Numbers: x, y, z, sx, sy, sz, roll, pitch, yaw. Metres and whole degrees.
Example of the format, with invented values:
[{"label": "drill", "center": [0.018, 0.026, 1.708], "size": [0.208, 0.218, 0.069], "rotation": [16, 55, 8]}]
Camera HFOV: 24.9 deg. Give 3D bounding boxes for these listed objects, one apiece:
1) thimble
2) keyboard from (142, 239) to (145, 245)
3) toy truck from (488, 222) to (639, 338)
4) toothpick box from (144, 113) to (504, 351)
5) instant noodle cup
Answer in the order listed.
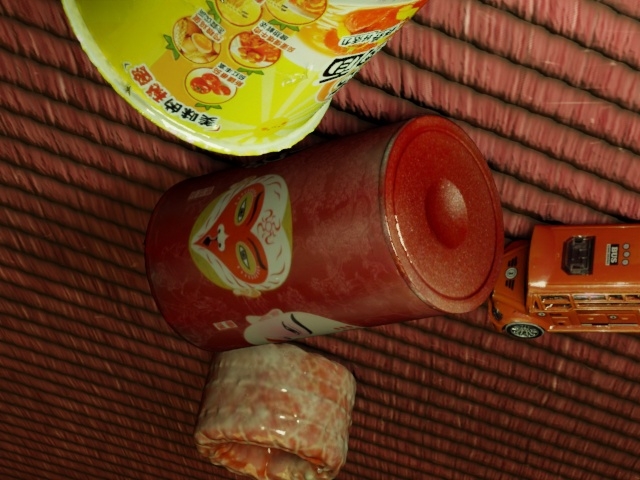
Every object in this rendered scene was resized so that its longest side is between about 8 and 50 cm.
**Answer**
[{"label": "thimble", "center": [-0.067, 0.260, 2.132], "size": [0.239, 0.162, 0.239], "rotation": [10, 154, 5]}, {"label": "keyboard", "center": [-0.147, 0.041, 1.884], "size": [0.060, 0.018, 0.195], "rotation": [-2, 153, 40]}, {"label": "toy truck", "center": [0.305, 0.039, 1.591], "size": [0.252, 0.107, 0.114], "rotation": [-1, 151, 20]}, {"label": "toothpick box", "center": [0.000, 0.000, 1.523], "size": [0.333, 0.204, 0.204], "rotation": [-12, 147, 41]}, {"label": "instant noodle cup", "center": [-0.033, -0.215, 1.053], "size": [0.264, 0.264, 0.200], "rotation": [26, 144, -29]}]
